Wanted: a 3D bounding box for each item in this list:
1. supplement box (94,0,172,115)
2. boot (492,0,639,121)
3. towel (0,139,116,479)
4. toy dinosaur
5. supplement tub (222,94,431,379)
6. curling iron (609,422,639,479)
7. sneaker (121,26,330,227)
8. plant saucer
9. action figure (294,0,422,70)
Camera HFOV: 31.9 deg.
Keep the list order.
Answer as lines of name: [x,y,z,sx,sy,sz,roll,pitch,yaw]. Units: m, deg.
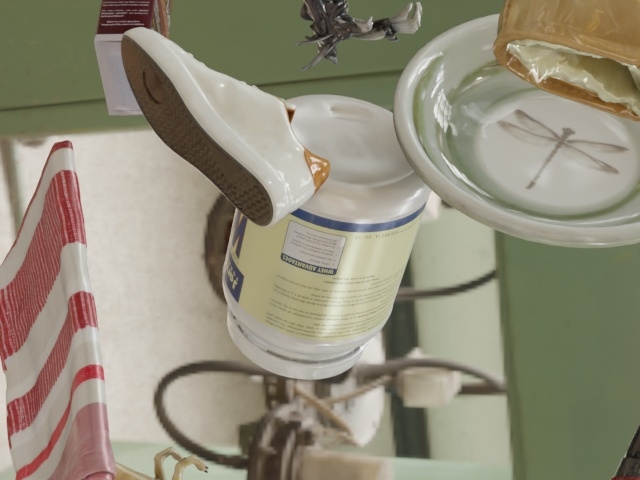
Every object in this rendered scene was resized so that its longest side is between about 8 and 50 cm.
supplement box: [-0.242,-0.292,1.475,0.130,0.073,0.239,90,-1,-51]
boot: [0.220,-0.177,0.542,0.089,0.236,0.269,131,-26,-77]
towel: [-0.250,0.106,1.015,0.037,0.237,0.329,4,55,-28]
toy dinosaur: [-0.154,0.239,1.054,0.183,0.053,0.092,51,58,-10]
supplement tub: [0.000,0.000,1.462,0.235,0.235,0.324,-55,164,-50]
curling iron: [0.229,0.175,0.777,0.035,0.068,0.274,50,56,-33]
sneaker: [-0.107,-0.142,1.268,0.123,0.290,0.106,-33,162,-32]
plant saucer: [0.284,-0.119,1.335,0.100,0.401,0.400,91,17,-47]
action figure: [0.054,-0.341,1.472,0.164,0.141,0.275,61,39,-50]
